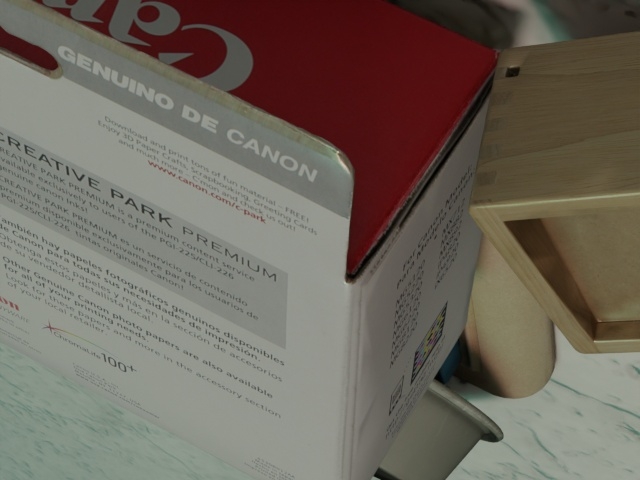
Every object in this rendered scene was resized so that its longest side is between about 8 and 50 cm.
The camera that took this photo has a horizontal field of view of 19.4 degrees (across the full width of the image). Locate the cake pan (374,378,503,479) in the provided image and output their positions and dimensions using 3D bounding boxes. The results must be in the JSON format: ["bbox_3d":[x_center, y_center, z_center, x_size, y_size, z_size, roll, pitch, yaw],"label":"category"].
[{"bbox_3d":[-0.039,0.063,1.044,0.293,0.054,0.293,27,173,4],"label":"cake pan"}]

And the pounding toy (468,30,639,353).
[{"bbox_3d":[0.132,-0.020,0.707,0.130,0.100,0.141,-4,147,31],"label":"pounding toy"}]

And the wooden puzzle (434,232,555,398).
[{"bbox_3d":[0.000,0.000,0.956,0.238,0.044,0.221,21,157,19],"label":"wooden puzzle"}]

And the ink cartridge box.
[{"bbox_3d":[-0.089,-0.057,0.773,0.309,0.130,0.272,27,150,14],"label":"ink cartridge box"}]
